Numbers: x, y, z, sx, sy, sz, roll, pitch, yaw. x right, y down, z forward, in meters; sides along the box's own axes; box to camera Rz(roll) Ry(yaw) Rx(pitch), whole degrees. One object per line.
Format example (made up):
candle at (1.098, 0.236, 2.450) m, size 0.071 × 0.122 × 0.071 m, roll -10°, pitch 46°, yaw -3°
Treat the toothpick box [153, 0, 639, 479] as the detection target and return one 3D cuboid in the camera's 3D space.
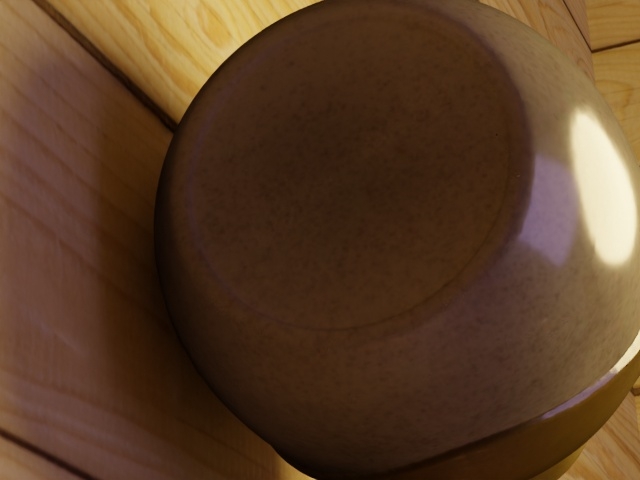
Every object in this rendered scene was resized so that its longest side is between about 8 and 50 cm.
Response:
toothpick box at (0.091, 0.016, 1.552) m, size 0.425 × 0.409 × 0.409 m, roll 48°, pitch 35°, yaw -63°
